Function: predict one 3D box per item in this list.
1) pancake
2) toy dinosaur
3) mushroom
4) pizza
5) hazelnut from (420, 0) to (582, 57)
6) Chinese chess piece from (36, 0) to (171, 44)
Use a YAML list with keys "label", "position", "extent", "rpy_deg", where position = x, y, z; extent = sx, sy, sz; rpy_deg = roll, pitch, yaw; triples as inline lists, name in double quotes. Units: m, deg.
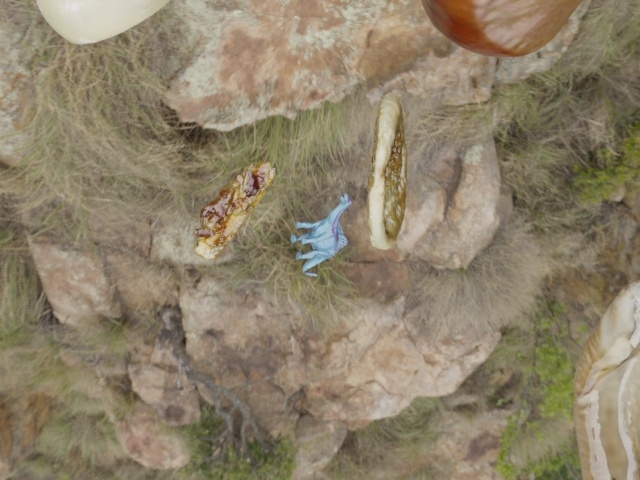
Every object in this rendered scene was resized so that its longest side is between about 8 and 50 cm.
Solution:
- label: "pancake"
  position: [0.152, -0.150, 1.263]
  extent: [0.065, 0.356, 0.355]
  rpy_deg: [6, 113, 18]
- label: "toy dinosaur"
  position: [0.000, 0.000, 0.810]
  extent: [0.080, 0.045, 0.197]
  rpy_deg: [-8, 146, -23]
- label: "mushroom"
  position: [0.204, 0.132, 0.354]
  extent: [0.072, 0.094, 0.209]
  rpy_deg: [4, 79, -18]
- label: "pizza"
  position: [-0.147, -0.057, 0.929]
  extent: [0.069, 0.154, 0.193]
  rpy_deg: [35, 98, -7]
- label: "hazelnut"
  position: [0.293, -0.494, 0.962]
  extent: [0.315, 0.372, 0.372]
  rpy_deg: [-45, 109, -14]
- label: "Chinese chess piece"
  position: [-0.352, -0.437, 0.949]
  extent: [0.251, 0.250, 0.097]
  rpy_deg: [-21, 134, 6]
